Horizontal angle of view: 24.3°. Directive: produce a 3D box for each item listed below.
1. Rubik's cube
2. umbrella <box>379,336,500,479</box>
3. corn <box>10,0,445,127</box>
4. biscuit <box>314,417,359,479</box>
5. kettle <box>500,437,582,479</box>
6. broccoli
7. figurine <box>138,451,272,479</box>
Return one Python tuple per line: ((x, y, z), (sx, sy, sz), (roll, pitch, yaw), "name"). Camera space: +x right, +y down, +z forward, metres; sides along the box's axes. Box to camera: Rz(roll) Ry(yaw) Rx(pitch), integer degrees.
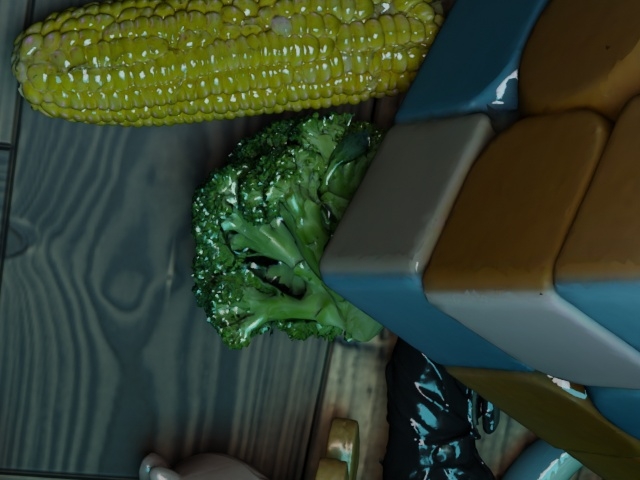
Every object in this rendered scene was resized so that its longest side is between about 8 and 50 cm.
((0.272, -0.035, 0.882), (0.346, 0.344, 0.347), (34, 73, -27), "Rubik's cube")
((0.087, 0.161, 1.107), (0.113, 0.106, 0.357), (-5, 108, -39), "umbrella")
((-0.057, -0.129, 0.984), (0.292, 0.101, 0.101), (-6, 111, -7), "corn")
((-0.004, 0.256, 1.107), (0.040, 0.144, 0.236), (12, 108, 10), "biscuit")
((0.295, 0.267, 1.150), (0.342, 0.247, 0.319), (-28, 82, 8), "kettle")
((0.000, 0.000, 1.012), (0.195, 0.156, 0.195), (-27, 136, -29), "broccoli")
((-0.078, 0.219, 1.088), (0.138, 0.125, 0.125), (21, 110, 28), "figurine")
